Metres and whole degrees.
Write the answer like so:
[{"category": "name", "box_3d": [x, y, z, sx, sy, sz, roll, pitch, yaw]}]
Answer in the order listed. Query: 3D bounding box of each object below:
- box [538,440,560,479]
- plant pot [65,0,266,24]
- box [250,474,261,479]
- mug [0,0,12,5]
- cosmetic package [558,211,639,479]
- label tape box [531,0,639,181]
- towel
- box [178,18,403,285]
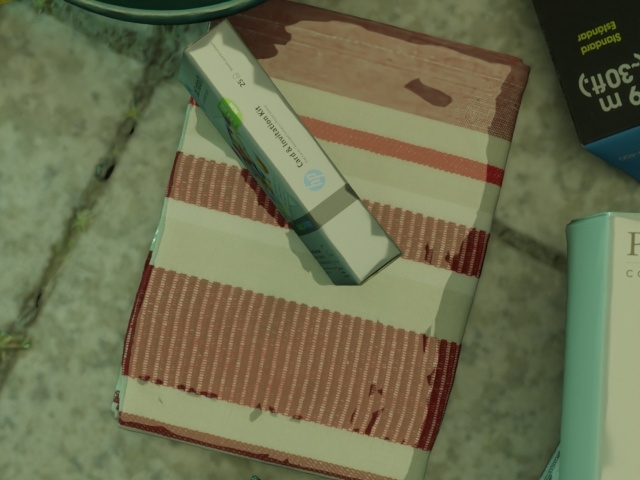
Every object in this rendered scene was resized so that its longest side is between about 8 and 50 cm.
[{"category": "box", "box_3d": [0.245, 0.153, 1.120, 0.142, 0.163, 0.247, 30, 87, 0]}, {"category": "plant pot", "box_3d": [-0.101, -0.271, 1.092, 0.290, 0.195, 0.290, 0, 85, -3]}, {"category": "box", "box_3d": [-0.031, 0.361, 1.087, 0.293, 0.073, 0.295, 43, 81, -18]}, {"category": "mug", "box_3d": [-0.260, -0.166, 1.146, 0.062, 0.064, 0.078, 36, 85, -1]}, {"category": "cosmetic package", "box_3d": [0.241, 0.169, 0.960, 0.197, 0.155, 0.365, 1, 89, 1]}, {"category": "label tape box", "box_3d": [0.283, -0.157, 1.105, 0.241, 0.106, 0.333, -20, 88, 34]}, {"category": "towel", "box_3d": [0.000, 0.000, 1.173, 0.237, 0.037, 0.329, 14, 88, -4]}, {"category": "box", "box_3d": [-0.024, -0.053, 1.081, 0.038, 0.145, 0.186, -36, 93, -6]}]
